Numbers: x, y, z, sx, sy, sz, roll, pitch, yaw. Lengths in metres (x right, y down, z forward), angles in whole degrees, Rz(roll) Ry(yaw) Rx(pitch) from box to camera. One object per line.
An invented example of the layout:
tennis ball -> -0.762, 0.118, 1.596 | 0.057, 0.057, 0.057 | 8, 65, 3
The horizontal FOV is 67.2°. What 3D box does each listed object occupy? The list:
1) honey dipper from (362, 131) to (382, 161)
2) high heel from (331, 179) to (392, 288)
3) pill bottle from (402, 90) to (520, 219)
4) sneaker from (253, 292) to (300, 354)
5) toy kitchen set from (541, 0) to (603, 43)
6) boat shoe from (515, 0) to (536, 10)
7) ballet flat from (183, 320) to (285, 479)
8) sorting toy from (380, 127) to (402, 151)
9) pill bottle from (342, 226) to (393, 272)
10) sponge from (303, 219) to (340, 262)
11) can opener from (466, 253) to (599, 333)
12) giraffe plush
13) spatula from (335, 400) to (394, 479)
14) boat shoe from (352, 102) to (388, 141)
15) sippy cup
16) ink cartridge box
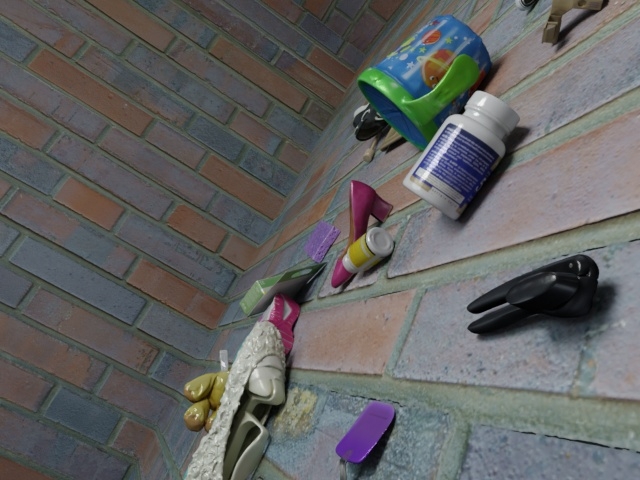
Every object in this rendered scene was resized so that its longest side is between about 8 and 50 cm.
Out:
honey dipper -> 0.179, -0.321, 1.606 | 0.030, 0.030, 0.161 | -42, 17, 51
high heel -> 0.062, -0.015, 1.111 | 0.244, 0.117, 0.082 | -58, 13, 1
pill bottle -> 0.229, -0.138, 0.779 | 0.187, 0.112, 0.112 | -56, 13, 11
sneaker -> -0.131, 0.255, 1.278 | 0.111, 0.103, 0.252 | -52, 5, 29
toy kitchen set -> 0.411, -0.357, 0.791 | 0.068, 0.075, 0.083 | -61, -27, -25
boat shoe -> 0.463, -0.553, 1.018 | 0.142, 0.049, 0.040 | -57, 13, -3
ballet flat -> -0.147, 0.375, 1.041 | 0.147, 0.147, 0.409 | -35, 29, 60
sorting toy -> 0.286, -0.405, 1.380 | 0.307, 0.041, 0.229 | -61, 8, -12
pill bottle -> 0.096, 0.025, 1.009 | 0.116, 0.065, 0.065 | -43, 20, 49
sponge -> 0.000, 0.000, 1.515 | 0.117, 0.031, 0.210 | -58, 13, 1
can opener -> 0.212, 0.059, 0.509 | 0.186, 0.073, 0.059 | 128, 162, -66
giraffe plush -> -0.265, 0.423, 1.282 | 0.171, 0.181, 0.210 | 103, 176, -53
spatula -> 0.019, 0.344, 0.622 | 0.297, 0.030, 0.084 | -63, 16, -22
boat shoe -> 0.191, -0.399, 1.512 | 0.302, 0.114, 0.091 | 147, 127, -72
sippy cup -> 0.238, -0.352, 1.054 | 0.224, 0.240, 0.305 | -46, 53, 5
ink cartridge box -> -0.108, 0.122, 1.378 | 0.171, 0.056, 0.235 | -11, -31, -47
